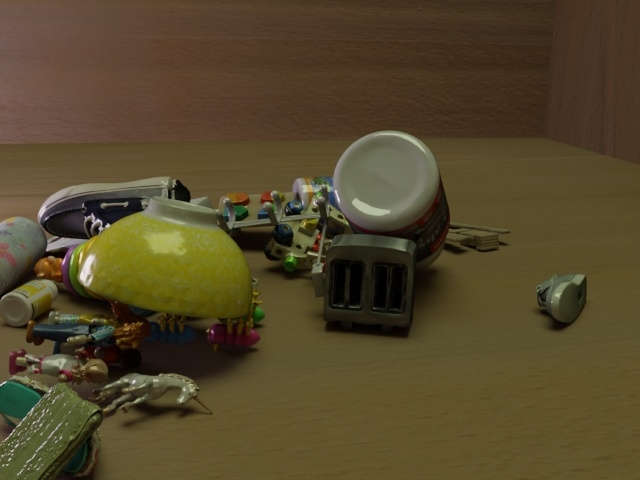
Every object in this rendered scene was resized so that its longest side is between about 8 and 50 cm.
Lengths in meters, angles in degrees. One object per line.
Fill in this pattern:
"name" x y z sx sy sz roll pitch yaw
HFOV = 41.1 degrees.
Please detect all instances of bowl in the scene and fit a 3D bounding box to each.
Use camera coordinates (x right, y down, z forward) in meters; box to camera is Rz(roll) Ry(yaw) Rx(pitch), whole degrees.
"bowl" -0.242 0.016 1.411 0.290 0.156 0.289 12 6 -1

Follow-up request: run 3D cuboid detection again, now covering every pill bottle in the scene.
"pill bottle" -0.535 0.111 1.576 0.065 0.065 0.116 5 15 12
"pill bottle" 0.069 -0.092 2.236 0.272 0.152 0.152 -3 16 -14
"pill bottle" 0.162 -0.065 1.790 0.210 0.210 0.363 6 -16 16

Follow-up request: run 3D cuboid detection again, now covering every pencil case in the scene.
"pencil case" -0.656 0.035 1.735 0.124 0.113 0.273 34 15 -9

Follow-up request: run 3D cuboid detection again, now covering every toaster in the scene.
"toaster" 0.095 0.071 1.580 0.168 0.185 0.110 4 11 7

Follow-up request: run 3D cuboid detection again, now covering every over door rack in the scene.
"over door rack" -0.102 -0.008 1.738 0.240 0.108 0.324 -7 35 8

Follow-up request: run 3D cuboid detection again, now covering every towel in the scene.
"towel" -0.334 0.246 1.026 0.110 0.027 0.148 19 64 42

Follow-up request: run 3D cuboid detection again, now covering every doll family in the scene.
"doll family" -0.346 0.144 1.292 0.163 0.118 0.263 5 0 4

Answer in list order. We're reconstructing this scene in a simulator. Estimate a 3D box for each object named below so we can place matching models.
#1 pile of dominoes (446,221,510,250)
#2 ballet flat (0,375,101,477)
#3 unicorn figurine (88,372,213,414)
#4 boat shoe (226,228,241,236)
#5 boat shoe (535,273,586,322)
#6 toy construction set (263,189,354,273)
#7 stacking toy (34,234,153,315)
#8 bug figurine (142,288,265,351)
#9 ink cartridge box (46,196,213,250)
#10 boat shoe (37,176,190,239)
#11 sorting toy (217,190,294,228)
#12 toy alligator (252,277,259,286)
"pile of dominoes" 0.351 -0.008 2.226 0.196 0.040 0.251 -8 10 -31
"ballet flat" -0.339 0.237 1.119 0.241 0.091 0.077 22 -2 42
"unicorn figurine" -0.252 0.217 1.228 0.162 0.060 0.111 13 19 35
"boat shoe" -0.313 -0.054 2.202 0.219 0.070 0.078 3 15 3
"boat shoe" 0.472 0.113 1.697 0.081 0.079 0.227 0 7 28
"toy construction set" 0.000 0.000 1.937 0.215 0.151 0.327 26 22 -2
"stacking toy" -0.447 0.056 1.680 0.302 0.165 0.175 -4 25 27
"bug figurine" -0.208 0.136 1.508 0.216 0.072 0.279 6 12 -2
"ink cartridge box" -0.474 0.001 2.026 0.385 0.091 0.308 -12 13 13
"boat shoe" -0.446 -0.031 1.788 0.341 0.127 0.158 -11 46 12
"sorting toy" -0.163 -0.082 2.126 0.193 0.038 0.208 -4 23 2
"toy alligator" -0.204 0.044 1.615 0.190 0.051 0.056 11 25 14
